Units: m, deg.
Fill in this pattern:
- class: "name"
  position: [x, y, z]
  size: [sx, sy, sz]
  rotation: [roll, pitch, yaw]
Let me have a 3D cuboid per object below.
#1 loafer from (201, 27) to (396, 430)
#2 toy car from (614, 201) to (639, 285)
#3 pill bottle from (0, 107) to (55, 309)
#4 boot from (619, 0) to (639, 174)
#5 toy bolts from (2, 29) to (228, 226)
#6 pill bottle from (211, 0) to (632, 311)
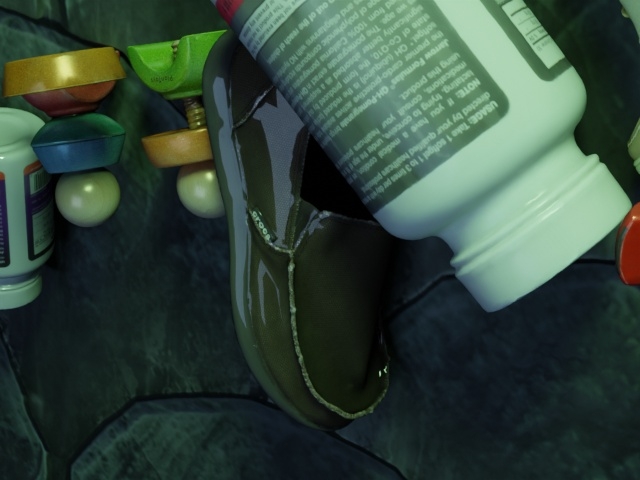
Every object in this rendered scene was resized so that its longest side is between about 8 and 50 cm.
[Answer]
- class: "loafer"
  position: [0.000, 0.000, 1.103]
  size: [0.130, 0.134, 0.365]
  rotation: [4, 118, 38]
- class: "toy car"
  position: [0.322, 0.011, 0.829]
  size: [0.239, 0.053, 0.225]
  rotation: [-30, 116, 12]
- class: "pill bottle"
  position: [-0.328, -0.029, 1.367]
  size: [0.108, 0.108, 0.193]
  rotation: [24, 128, 26]
- class: "boot"
  position: [0.219, -0.153, 0.877]
  size: [0.165, 0.077, 0.213]
  rotation: [51, 156, 18]
- class: "toy bolts"
  position: [-0.190, -0.084, 1.159]
  size: [0.229, 0.218, 0.158]
  rotation: [-1, 102, 47]
- class: "pill bottle"
  position: [0.075, -0.113, 0.946]
  size: [0.318, 0.176, 0.176]
  rotation: [53, 135, 0]
